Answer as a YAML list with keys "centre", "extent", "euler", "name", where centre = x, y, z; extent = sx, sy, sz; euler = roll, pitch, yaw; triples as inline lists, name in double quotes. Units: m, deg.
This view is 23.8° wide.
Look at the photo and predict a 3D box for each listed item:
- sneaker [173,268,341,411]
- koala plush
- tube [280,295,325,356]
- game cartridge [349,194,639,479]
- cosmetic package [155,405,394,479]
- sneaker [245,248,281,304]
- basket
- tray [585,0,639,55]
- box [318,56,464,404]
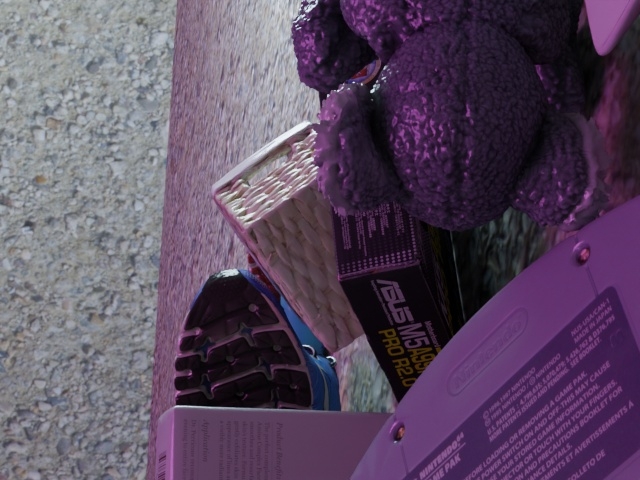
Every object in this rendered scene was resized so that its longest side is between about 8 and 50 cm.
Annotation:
- centre: [-0.052, 0.146, 1.447]
  extent: [0.147, 0.130, 0.330]
  euler: [-90, -13, -49]
  name: "sneaker"
- centre: [0.078, -0.101, 0.897]
  extent: [0.203, 0.196, 0.221]
  euler: [102, 176, -56]
  name: "koala plush"
- centre: [-0.020, 0.152, 1.651]
  extent: [0.080, 0.052, 0.207]
  euler: [-117, 28, -72]
  name: "tube"
- centre: [0.123, 0.118, 0.840]
  extent: [0.294, 0.060, 0.196]
  euler: [-48, 39, 33]
  name: "game cartridge"
- centre: [-0.011, 0.193, 1.185]
  extent: [0.085, 0.231, 0.117]
  euler: [138, 135, -71]
  name: "cosmetic package"
- centre: [-0.051, 0.042, 1.711]
  extent: [0.093, 0.088, 0.225]
  euler: [-145, 60, -76]
  name: "sneaker"
- centre: [0.000, 0.000, 1.323]
  extent: [0.167, 0.113, 0.103]
  euler: [55, 177, -29]
  name: "basket"
- centre: [0.166, -0.244, 0.815]
  extent: [0.145, 0.030, 0.270]
  euler: [114, 157, -55]
  name: "tray"
- centre: [0.055, -0.031, 1.152]
  extent: [0.216, 0.060, 0.270]
  euler: [65, -165, -53]
  name: "box"
